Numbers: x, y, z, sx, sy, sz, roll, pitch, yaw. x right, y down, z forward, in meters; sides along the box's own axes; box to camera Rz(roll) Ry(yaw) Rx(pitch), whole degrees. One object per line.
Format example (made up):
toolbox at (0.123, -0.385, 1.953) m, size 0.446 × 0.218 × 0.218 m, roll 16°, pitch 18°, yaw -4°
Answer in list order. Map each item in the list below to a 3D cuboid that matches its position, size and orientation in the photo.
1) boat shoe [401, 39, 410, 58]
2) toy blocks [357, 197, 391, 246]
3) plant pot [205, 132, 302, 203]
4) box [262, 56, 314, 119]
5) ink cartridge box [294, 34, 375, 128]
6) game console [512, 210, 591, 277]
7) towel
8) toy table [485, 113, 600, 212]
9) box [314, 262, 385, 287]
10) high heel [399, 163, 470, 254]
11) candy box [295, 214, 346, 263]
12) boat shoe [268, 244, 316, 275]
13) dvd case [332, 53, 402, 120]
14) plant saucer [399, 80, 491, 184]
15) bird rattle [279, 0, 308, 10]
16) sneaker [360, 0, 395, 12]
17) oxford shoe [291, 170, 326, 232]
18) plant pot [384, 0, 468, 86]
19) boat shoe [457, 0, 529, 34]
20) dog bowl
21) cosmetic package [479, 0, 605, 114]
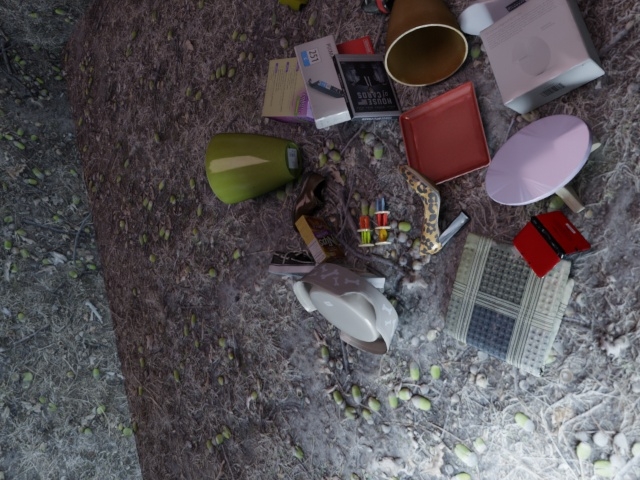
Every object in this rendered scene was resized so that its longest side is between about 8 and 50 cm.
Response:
boat shoe at (0.263, -0.613, 1.762) m, size 0.063 × 0.059 × 0.170 m, roll -21°, pitch 73°, yaw 39°
toy blocks at (0.173, -0.058, 1.805) m, size 0.123 × 0.054 × 0.148 m, roll -8°, pitch 82°, yaw 41°
plant pot at (-0.229, -0.286, 2.067) m, size 0.293 × 0.274 × 0.275 m, roll -4°, pitch 84°, yaw 26°
box at (-0.079, -0.547, 2.025) m, size 0.243 × 0.117 × 0.214 m, roll 11°, pitch 94°, yaw 42°
ink cartridge box at (0.073, -0.542, 1.828) m, size 0.261 × 0.066 × 0.296 m, roll -16°, pitch 73°, yaw 2°
game console at (0.585, 0.008, 1.408) m, size 0.085 × 0.124 × 0.144 m, roll 88°, pitch 165°, yaw -46°
towel at (0.504, 0.159, 1.506) m, size 0.312 × 0.056 × 0.324 m, roll 21°, pitch 103°, yaw 44°
toy table at (0.568, -0.187, 1.392) m, size 0.274 × 0.161 × 0.252 m, roll -27°, pitch 70°, yaw 38°
box at (0.093, 0.114, 1.802) m, size 0.186 × 0.145 × 0.038 m, roll 19°, pitch 100°, yaw 41°
high heel at (0.284, -0.085, 1.633) m, size 0.261 × 0.093 × 0.186 m, roll 43°, pitch 113°, yaw 2°
candy box at (0.000, 0.000, 1.918) m, size 0.053 × 0.109 × 0.187 m, roll -45°, pitch 60°, yaw 30°
boat shoe at (-0.087, 0.075, 1.977) m, size 0.306 × 0.113 × 0.105 m, roll -3°, pitch 76°, yaw 63°
dvd case at (0.150, -0.496, 1.783) m, size 0.029 × 0.179 × 0.239 m, roll 131°, pitch 128°, yaw -61°
plant saucer at (0.373, -0.301, 1.650) m, size 0.258 × 0.047 × 0.259 m, roll -20°, pitch 73°, yaw 39°
bird rattle at (-0.105, -0.980, 2.011) m, size 0.206 × 0.253 × 0.143 m, roll -21°, pitch 72°, yaw 14°
sneaker at (0.182, -0.880, 1.829) m, size 0.135 × 0.097 × 0.276 m, roll -2°, pitch 87°, yaw 39°
oxford shoe at (-0.040, -0.129, 1.983) m, size 0.096 × 0.082 × 0.227 m, roll 25°, pitch 105°, yaw 35°
plant pot at (0.299, -0.637, 1.648) m, size 0.237 × 0.237 × 0.254 m, roll -26°, pitch 54°, yaw 38°
boat shoe at (0.516, -0.671, 1.522) m, size 0.301 × 0.108 × 0.102 m, roll -16°, pitch 44°, yaw 52°
dog bowl at (0.085, 0.205, 1.702) m, size 0.348 × 0.349 × 0.102 m, roll 17°, pitch 59°, yaw 41°
cosmetic package at (0.567, -0.487, 1.429) m, size 0.224 × 0.138 × 0.225 m, roll -24°, pitch 72°, yaw 38°
